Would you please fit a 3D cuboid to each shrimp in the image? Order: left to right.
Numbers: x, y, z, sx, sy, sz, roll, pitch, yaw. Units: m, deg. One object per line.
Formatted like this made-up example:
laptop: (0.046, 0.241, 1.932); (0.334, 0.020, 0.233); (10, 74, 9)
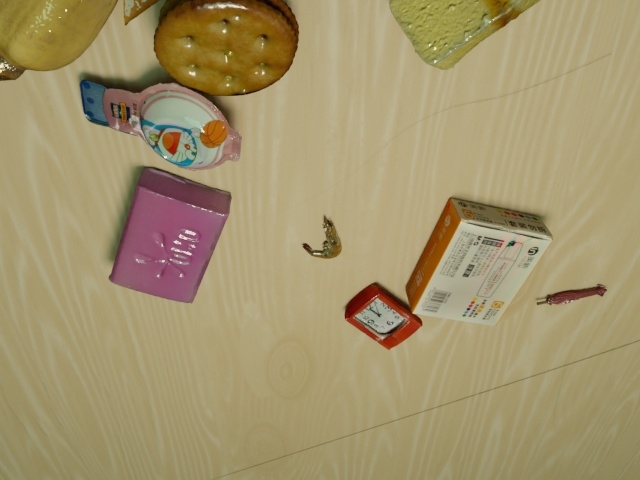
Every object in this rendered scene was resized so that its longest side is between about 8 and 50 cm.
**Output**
shrimp: (0.000, 0.000, 1.176); (0.083, 0.023, 0.114); (-9, 132, 6)

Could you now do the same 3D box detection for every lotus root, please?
lotus root: (-0.389, -0.350, 0.805); (0.303, 0.131, 0.146); (-38, 99, 22)

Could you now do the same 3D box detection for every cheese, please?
cheese: (-0.274, -0.202, 0.960); (0.286, 0.074, 0.189); (17, 139, -3)

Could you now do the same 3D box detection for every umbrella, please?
umbrella: (0.595, 0.134, 1.318); (0.165, 0.027, 0.025); (-11, 141, 4)

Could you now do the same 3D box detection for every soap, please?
soap: (-0.303, -0.003, 1.115); (0.181, 0.081, 0.259); (19, 124, -17)

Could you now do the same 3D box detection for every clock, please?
clock: (0.145, 0.176, 1.303); (0.155, 0.061, 0.113); (36, 118, -24)

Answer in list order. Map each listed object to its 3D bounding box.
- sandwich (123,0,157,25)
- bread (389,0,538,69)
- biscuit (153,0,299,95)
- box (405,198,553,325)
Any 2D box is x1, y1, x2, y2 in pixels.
sandwich: (-0.186, -0.392, 0.795); (0.187, 0.117, 0.144); (0, 130, -7)
bread: (0.256, -0.379, 0.846); (0.266, 0.142, 0.178); (-37, 137, 25)
biscuit: (-0.140, -0.303, 0.850); (0.220, 0.066, 0.220); (-3, 157, -1)
box: (0.334, 0.055, 1.198); (0.221, 0.091, 0.274); (12, 126, -14)
